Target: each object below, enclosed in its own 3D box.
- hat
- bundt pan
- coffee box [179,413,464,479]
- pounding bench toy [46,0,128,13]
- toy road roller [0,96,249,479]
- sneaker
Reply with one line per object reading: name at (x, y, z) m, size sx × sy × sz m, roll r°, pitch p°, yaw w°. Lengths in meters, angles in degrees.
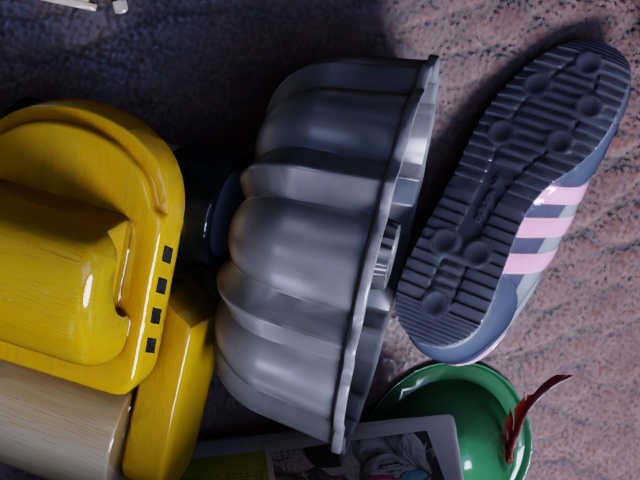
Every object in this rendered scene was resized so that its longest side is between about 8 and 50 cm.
hat at (0.142, 0.212, 1.578) m, size 0.173 × 0.183 × 0.208 m, roll -26°, pitch 113°, yaw -10°
bundt pan at (0.000, 0.000, 1.413) m, size 0.124 × 0.331 × 0.331 m, roll 13°, pitch 104°, yaw 6°
coffee box at (-0.034, 0.376, 1.445) m, size 0.338 × 0.334 × 0.338 m, roll -5°, pitch 109°, yaw 2°
pounding bench toy at (-0.187, -0.220, 1.404) m, size 0.083 × 0.052 × 0.065 m, roll 10°, pitch 103°, yaw -21°
toy road roller at (-0.204, 0.054, 1.355) m, size 0.202 × 0.240 × 0.329 m, roll 16°, pitch 107°, yaw 14°
sneaker at (0.175, -0.031, 1.573) m, size 0.319 × 0.112 × 0.131 m, roll -55°, pitch 156°, yaw -9°
